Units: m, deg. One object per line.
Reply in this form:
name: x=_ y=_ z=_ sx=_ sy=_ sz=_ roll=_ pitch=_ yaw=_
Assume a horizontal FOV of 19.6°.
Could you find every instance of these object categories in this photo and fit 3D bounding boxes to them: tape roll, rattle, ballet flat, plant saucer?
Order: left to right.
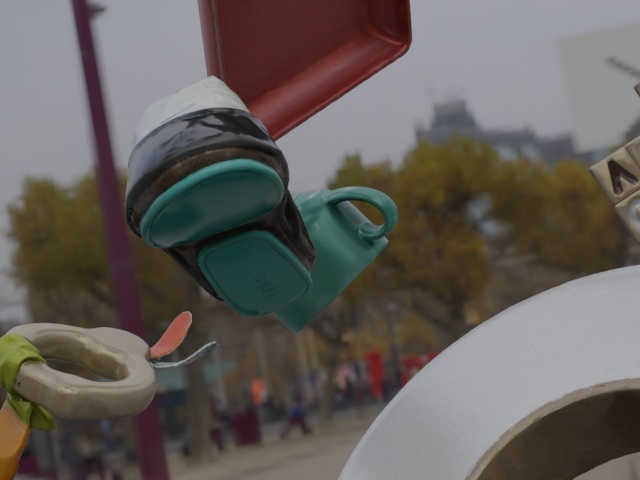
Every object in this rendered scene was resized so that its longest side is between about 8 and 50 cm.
rattle: x=-0.177 y=0.135 z=1.466 sx=0.130 sy=0.142 sz=0.200 roll=8 pitch=8 yaw=27
ballet flat: x=-0.065 y=-0.031 z=1.071 sx=0.095 sy=0.096 sz=0.280 roll=-20 pitch=-18 yaw=-1
plant saucer: x=-0.021 y=-0.232 z=1.552 sx=0.048 sy=0.259 sz=0.258 roll=17 pitch=38 yaw=34
tape roll: x=0.175 y=0.181 z=1.059 sx=0.392 sy=0.392 sz=0.072 roll=-12 pitch=-45 yaw=26

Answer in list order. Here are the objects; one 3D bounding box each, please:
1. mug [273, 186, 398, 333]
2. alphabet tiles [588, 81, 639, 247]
mug: x=-0.003 y=0.003 z=1.808 sx=0.158 sy=0.097 sz=0.129 roll=-45 pitch=0 yaw=-1
alphabet tiles: x=0.363 y=-0.075 z=1.640 sx=0.237 sy=0.198 sz=0.009 roll=-32 pitch=-4 yaw=-15
